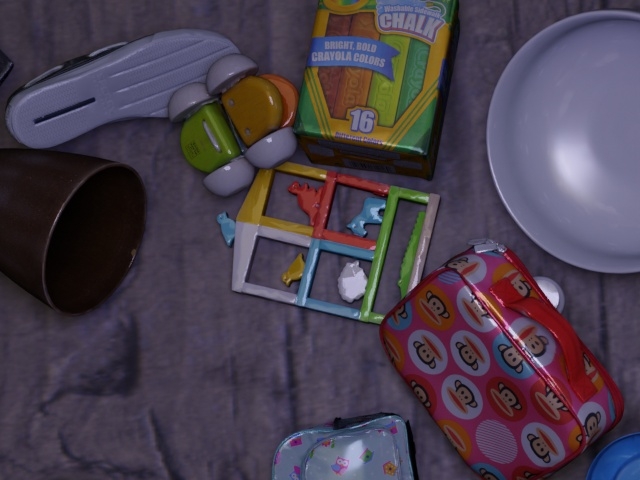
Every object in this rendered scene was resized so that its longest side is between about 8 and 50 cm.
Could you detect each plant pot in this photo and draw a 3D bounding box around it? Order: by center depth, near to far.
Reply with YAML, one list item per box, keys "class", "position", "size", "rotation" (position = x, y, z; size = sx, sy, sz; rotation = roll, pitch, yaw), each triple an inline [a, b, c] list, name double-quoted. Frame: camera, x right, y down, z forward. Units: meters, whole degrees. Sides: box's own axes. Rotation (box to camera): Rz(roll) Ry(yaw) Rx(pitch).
- class: "plant pot"
  position: [-0.390, -0.039, 1.894]
  size: [0.230, 0.215, 0.215]
  rotation: [22, 84, 24]

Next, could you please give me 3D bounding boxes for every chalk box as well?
- class: "chalk box"
  position: [0.085, -0.246, 1.862]
  size: [0.180, 0.179, 0.288]
  rotation: [9, 83, 8]

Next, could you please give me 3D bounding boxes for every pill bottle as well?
- class: "pill bottle"
  position: [0.284, 0.081, 1.817]
  size: [0.065, 0.116, 0.065]
  rotation: [-1, 82, 7]

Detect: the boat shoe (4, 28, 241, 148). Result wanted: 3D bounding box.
- class: "boat shoe"
  position: [-0.278, -0.226, 1.932]
  size: [0.335, 0.119, 0.121]
  rotation: [-16, 120, -16]

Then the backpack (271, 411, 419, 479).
- class: "backpack"
  position: [0.029, 0.311, 1.803]
  size: [0.188, 0.144, 0.165]
  rotation: [-9, 86, 9]

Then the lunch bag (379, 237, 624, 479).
- class: "lunch bag"
  position: [0.227, 0.151, 1.740]
  size: [0.120, 0.258, 0.293]
  rotation: [-31, 80, -36]

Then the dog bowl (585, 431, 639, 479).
- class: "dog bowl"
  position: [0.481, 0.301, 1.754]
  size: [0.297, 0.074, 0.165]
  rotation: [-14, 89, 15]

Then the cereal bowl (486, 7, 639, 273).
- class: "cereal bowl"
  position: [0.392, -0.131, 1.793]
  size: [0.339, 0.141, 0.338]
  rotation: [8, 104, 33]

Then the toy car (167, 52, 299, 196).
- class: "toy car"
  position: [-0.104, -0.159, 1.893]
  size: [0.182, 0.136, 0.159]
  rotation: [-32, 85, 32]

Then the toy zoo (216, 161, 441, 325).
- class: "toy zoo"
  position: [0.000, 0.000, 1.910]
  size: [0.293, 0.030, 0.192]
  rotation: [13, 83, 9]

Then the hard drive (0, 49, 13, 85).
- class: "hard drive"
  position: [-0.572, -0.212, 2.004]
  size: [0.255, 0.054, 0.172]
  rotation: [-44, 79, -1]
